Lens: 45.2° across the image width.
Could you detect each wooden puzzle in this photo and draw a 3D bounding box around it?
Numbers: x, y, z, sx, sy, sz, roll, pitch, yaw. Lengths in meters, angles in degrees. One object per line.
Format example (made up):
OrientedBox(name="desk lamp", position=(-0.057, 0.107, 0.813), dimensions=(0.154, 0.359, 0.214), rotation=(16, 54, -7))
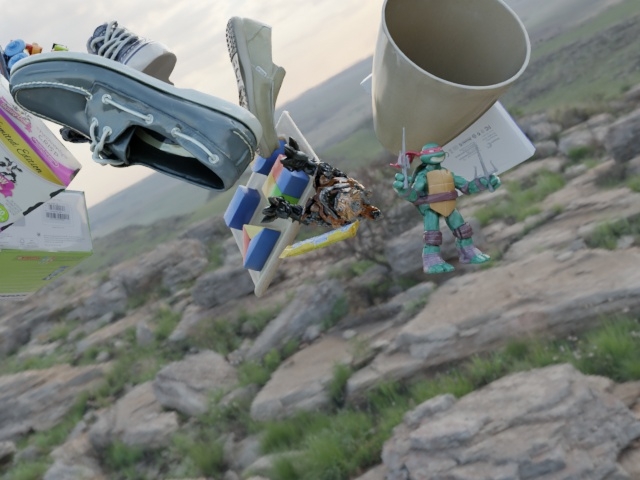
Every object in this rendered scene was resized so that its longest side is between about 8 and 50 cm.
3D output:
OrientedBox(name="wooden puzzle", position=(-0.124, -0.095, 1.731), dimensions=(0.322, 0.080, 0.348), rotation=(-61, 29, 23))

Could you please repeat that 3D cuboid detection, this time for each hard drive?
OrientedBox(name="hard drive", position=(0.257, -0.255, 1.567), dimensions=(0.210, 0.319, 0.040), rotation=(-30, 16, 43))

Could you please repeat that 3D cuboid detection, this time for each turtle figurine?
OrientedBox(name="turtle figurine", position=(0.196, -0.071, 1.225), dimensions=(0.175, 0.234, 0.118), rotation=(-12, 5, -7))

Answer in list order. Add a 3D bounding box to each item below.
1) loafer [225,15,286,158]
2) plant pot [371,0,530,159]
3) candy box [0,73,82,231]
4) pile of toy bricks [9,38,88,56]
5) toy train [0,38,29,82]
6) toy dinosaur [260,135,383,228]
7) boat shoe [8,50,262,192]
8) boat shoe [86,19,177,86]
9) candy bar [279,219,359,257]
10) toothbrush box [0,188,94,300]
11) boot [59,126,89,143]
OrientedBox(name="loafer", position=(-0.107, -0.288, 1.432), dimensions=(0.092, 0.269, 0.102), rotation=(-12, 7, -14))
OrientedBox(name="plant pot", position=(0.193, -0.277, 1.364), dimensions=(0.256, 0.256, 0.274), rotation=(-34, -17, -29))
OrientedBox(name="candy box", position=(-0.459, -0.087, 1.016), dimensions=(0.233, 0.159, 0.071), rotation=(-30, 25, 19))
OrientedBox(name="pile of toy bricks", position=(-0.600, -0.375, 1.748), dimensions=(0.212, 0.105, 0.118), rotation=(7, -50, -32))
OrientedBox(name="toy train", position=(-0.567, -0.294, 1.415), dimensions=(0.105, 0.080, 0.184), rotation=(-29, 55, -3))
OrientedBox(name="toy dinosaur", position=(0.015, -0.072, 1.477), dimensions=(0.322, 0.218, 0.164), rotation=(95, -166, -71))
OrientedBox(name="boat shoe", position=(-0.234, -0.138, 0.921), dimensions=(0.116, 0.319, 0.099), rotation=(100, -174, -63))
OrientedBox(name="boat shoe", position=(-0.348, -0.319, 1.349), dimensions=(0.127, 0.158, 0.340), rotation=(-45, 8, -9))
OrientedBox(name="candy bar", position=(0.000, 0.000, 1.306), dimensions=(0.161, 0.018, 0.040), rotation=(-20, 20, 34))
OrientedBox(name="toothbrush box", position=(-0.555, 0.011, 1.323), dimensions=(0.206, 0.122, 0.283), rotation=(3, -23, -45))
OrientedBox(name="boot", position=(-0.539, -0.274, 1.849), dimensions=(0.262, 0.091, 0.229), rotation=(-1, 14, 27))
